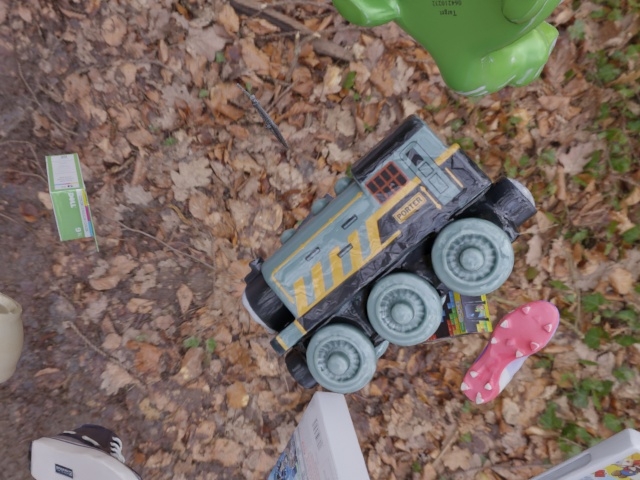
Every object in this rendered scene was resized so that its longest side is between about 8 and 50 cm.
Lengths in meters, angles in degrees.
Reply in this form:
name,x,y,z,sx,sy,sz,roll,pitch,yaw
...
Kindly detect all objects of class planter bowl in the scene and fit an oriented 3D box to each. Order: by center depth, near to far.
name,x,y,z,sx,sy,sz,roll,pitch,yaw
planter bowl,-0.550,0.140,0.824,0.162,0.162,0.109,28,90,-4

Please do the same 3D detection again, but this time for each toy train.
name,x,y,z,sx,sy,sz,roll,pitch,yaw
toy train,0.062,0.021,0.574,0.334,0.142,0.190,-42,84,18

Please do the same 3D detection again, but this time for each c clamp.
name,x,y,z,sx,sy,sz,roll,pitch,yaw
c clamp,-0.125,-0.287,1.219,0.022,0.160,0.137,-40,64,-2

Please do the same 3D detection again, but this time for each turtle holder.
name,x,y,z,sx,sy,sz,roll,pitch,yaw
turtle holder,0.154,-0.281,0.430,0.227,0.243,0.320,-43,106,-22

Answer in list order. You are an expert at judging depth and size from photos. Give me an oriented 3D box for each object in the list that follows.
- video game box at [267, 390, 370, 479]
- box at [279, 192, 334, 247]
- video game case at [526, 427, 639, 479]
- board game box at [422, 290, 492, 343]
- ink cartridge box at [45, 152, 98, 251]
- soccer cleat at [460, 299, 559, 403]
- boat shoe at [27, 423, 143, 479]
name,x,y,z,sx,sy,sz,roll,pitch,yaw
video game box,0.000,0.318,0.600,0.048,0.205,0.187,14,121,-23
box,0.000,0.000,1.082,0.093,0.158,0.156,40,86,6
video game case,0.360,0.303,0.584,0.227,0.206,0.026,26,40,-8
board game box,0.177,0.062,0.769,0.048,0.141,0.170,2,72,-24
ink cartridge box,-0.476,-0.072,0.984,0.062,0.209,0.108,-11,129,-25
soccer cleat,0.350,0.203,0.955,0.083,0.095,0.247,41,117,27
boat shoe,-0.486,0.498,1.167,0.341,0.158,0.127,9,97,27
